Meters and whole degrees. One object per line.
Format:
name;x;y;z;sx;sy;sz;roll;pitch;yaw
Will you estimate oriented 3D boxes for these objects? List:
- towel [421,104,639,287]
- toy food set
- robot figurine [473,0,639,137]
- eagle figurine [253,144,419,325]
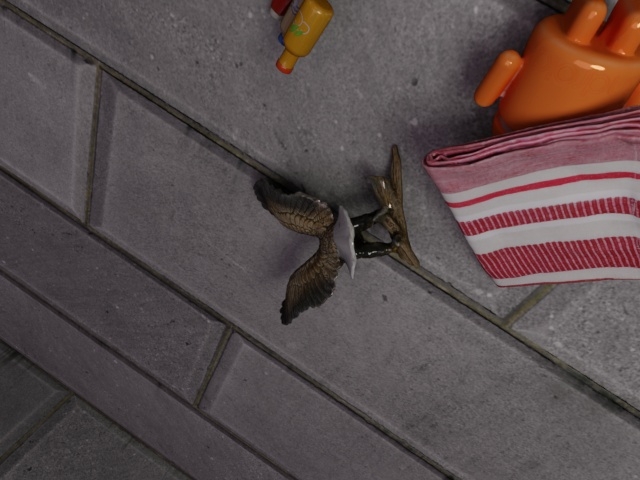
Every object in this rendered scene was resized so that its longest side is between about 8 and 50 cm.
towel;0.298;-0.023;0.611;0.237;0.037;0.329;-8;145;32
toy food set;-0.075;-0.346;0.643;0.232;0.111;0.104;47;132;2
robot figurine;0.279;-0.169;0.554;0.219;0.158;0.128;100;151;-47
eagle figurine;0.005;0.005;0.788;0.298;0.226;0.225;-11;135;28
